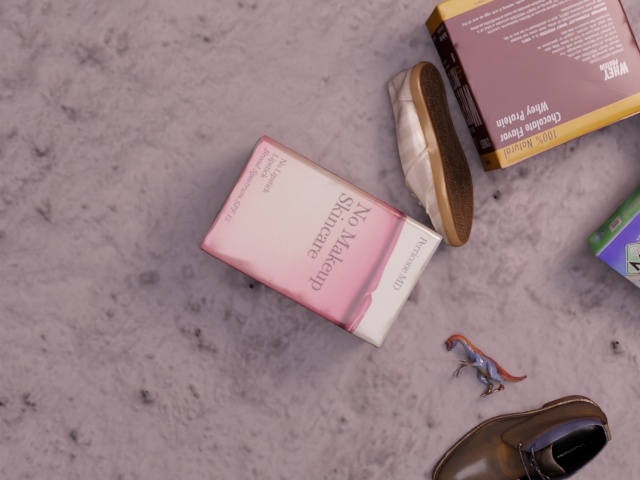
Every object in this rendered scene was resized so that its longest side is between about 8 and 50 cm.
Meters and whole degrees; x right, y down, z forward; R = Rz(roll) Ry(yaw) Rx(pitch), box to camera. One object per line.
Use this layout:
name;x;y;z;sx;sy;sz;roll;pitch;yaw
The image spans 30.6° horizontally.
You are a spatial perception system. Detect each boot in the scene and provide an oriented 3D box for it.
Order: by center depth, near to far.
boot;0.234;0.245;1.354;0.219;0.106;0.082;-26;92;0

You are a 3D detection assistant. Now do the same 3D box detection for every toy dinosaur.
toy dinosaur;0.188;0.145;1.395;0.090;0.047;0.082;-18;82;-33

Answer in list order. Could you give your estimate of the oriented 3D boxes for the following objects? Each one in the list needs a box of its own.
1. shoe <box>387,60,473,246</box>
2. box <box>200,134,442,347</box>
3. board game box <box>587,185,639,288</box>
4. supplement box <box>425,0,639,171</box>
shoe;0.129;-0.098;1.367;0.058;0.077;0.219;-12;92;35
box;0.000;0.000;1.332;0.232;0.127;0.148;29;91;-1
board game box;0.487;-0.048;1.303;0.214;0.046;0.317;33;111;-17
supplement box;0.247;-0.203;1.326;0.191;0.129;0.194;-22;92;0
